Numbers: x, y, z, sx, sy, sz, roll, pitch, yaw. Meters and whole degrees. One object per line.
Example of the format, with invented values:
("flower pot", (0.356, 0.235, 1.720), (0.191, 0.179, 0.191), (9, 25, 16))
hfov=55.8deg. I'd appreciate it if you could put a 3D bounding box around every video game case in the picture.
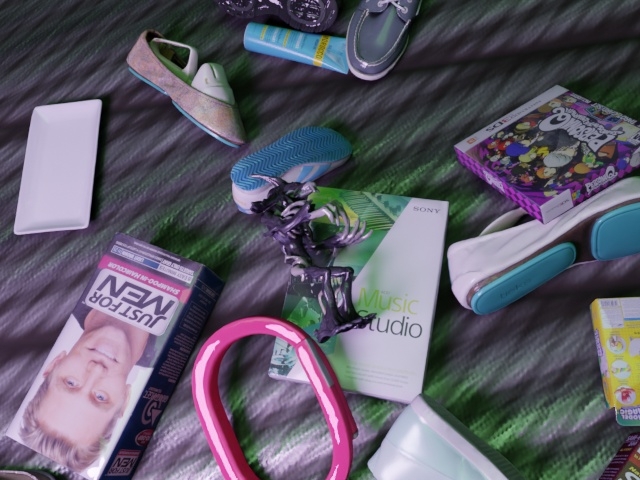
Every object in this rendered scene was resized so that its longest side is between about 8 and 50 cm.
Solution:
("video game case", (0.357, -0.142, 0.935), (0.210, 0.041, 0.232), (-31, 37, -2))

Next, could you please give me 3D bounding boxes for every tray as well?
("tray", (-0.485, -0.138, 1.139), (0.145, 0.030, 0.270), (-5, 69, 8))

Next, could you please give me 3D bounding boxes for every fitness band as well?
("fitness band", (-0.069, 0.250, 0.877), (0.209, 0.054, 0.290), (-27, 80, 14))

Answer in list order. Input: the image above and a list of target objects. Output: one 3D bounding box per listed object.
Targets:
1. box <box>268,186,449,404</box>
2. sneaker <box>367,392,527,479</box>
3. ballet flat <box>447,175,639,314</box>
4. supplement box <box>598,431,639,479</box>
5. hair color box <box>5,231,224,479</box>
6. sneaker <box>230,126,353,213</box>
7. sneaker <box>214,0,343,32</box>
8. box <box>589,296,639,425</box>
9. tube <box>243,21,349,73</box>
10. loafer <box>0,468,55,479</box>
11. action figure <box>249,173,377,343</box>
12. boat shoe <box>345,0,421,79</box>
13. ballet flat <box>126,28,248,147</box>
("box", (0.066, 0.078, 0.951), (0.233, 0.058, 0.321), (7, 71, 12))
("sneaker", (0.186, 0.347, 0.823), (0.256, 0.094, 0.151), (41, 98, 10))
("ballet flat", (0.374, -0.022, 0.910), (0.401, 0.139, 0.139), (-23, 68, 1))
("supplement box", (0.402, 0.381, 0.775), (0.130, 0.073, 0.239), (36, 78, 20))
("hair color box", (-0.312, 0.178, 0.952), (0.174, 0.105, 0.347), (19, 75, 16))
("sneaker", (-0.049, -0.122, 1.034), (0.229, 0.092, 0.087), (-25, 64, -21))
("sneaker", (-0.089, -0.482, 1.157), (0.287, 0.109, 0.130), (22, 43, 6))
("box", (0.455, 0.171, 0.861), (0.105, 0.043, 0.179), (-3, 67, 8))
("tube", (-0.039, -0.367, 1.143), (0.207, 0.052, 0.080), (14, 75, 8))
("loafer", (-0.524, 0.397, 0.915), (0.252, 0.087, 0.094), (-7, 69, 7))
("action figure", (0.000, 0.000, 0.882), (0.141, 0.164, 0.275), (-30, 76, 20))
("boat shoe", (0.129, -0.445, 1.106), (0.116, 0.099, 0.319), (22, 75, 5))
("ballet flat", (-0.237, -0.291, 1.103), (0.316, 0.108, 0.106), (38, 110, 19))
